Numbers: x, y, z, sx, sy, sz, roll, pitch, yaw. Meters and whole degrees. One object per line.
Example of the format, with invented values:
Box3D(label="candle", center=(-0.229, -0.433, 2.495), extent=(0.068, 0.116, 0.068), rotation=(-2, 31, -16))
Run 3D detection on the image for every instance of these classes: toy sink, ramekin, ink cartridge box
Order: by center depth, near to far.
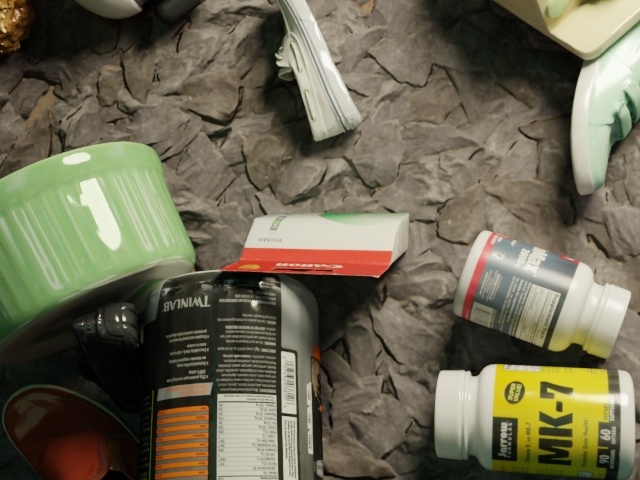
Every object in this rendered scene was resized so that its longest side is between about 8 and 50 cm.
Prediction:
Box3D(label="ink cartridge box", center=(0.000, 0.000, 1.047), extent=(0.181, 0.225, 0.056), rotation=(1, 95, 13))
Box3D(label="toy sink", center=(0.279, -0.349, 1.063), extent=(0.153, 0.131, 0.234), rotation=(-42, 50, 3))
Box3D(label="ramekin", center=(-0.299, 0.025, 1.080), extent=(0.303, 0.303, 0.148), rotation=(-30, 80, 6))

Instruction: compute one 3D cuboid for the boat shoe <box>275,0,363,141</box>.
Box3D(label="boat shoe", center=(-0.024, -0.237, 1.175), extent=(0.076, 0.083, 0.226), rotation=(-26, 74, 6))

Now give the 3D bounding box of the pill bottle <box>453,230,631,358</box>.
Box3D(label="pill bottle", center=(0.253, 0.065, 1.033), extent=(0.180, 0.108, 0.108), rotation=(20, 84, 16))

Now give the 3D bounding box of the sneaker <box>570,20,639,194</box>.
Box3D(label="sneaker", center=(0.381, -0.169, 1.055), extent=(0.151, 0.094, 0.256), rotation=(11, 78, 22))

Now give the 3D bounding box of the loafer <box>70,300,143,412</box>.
Box3D(label="loafer", center=(-0.250, 0.144, 1.081), extent=(0.078, 0.223, 0.076), rotation=(-5, 56, -7))

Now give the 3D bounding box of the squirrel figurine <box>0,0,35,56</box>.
Box3D(label="squirrel figurine", center=(-0.585, -0.310, 1.174), extent=(0.397, 0.370, 0.281), rotation=(-26, 73, 7))

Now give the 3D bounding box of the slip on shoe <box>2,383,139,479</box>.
Box3D(label="slip on shoe", center=(-0.276, 0.292, 1.116), extent=(0.331, 0.101, 0.123), rotation=(38, 91, 19))

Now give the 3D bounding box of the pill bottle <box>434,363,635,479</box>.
Box3D(label="pill bottle", center=(0.236, 0.199, 1.003), extent=(0.208, 0.119, 0.119), rotation=(0, 78, 14))

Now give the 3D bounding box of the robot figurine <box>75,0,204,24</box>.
Box3D(label="robot figurine", center=(-0.236, -0.424, 1.224), extent=(0.278, 0.173, 0.209), rotation=(-37, 49, 4))

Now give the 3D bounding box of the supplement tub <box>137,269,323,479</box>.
Box3D(label="supplement tub", center=(-0.100, 0.218, 1.014), extent=(0.207, 0.207, 0.338), rotation=(-6, 69, 12))
